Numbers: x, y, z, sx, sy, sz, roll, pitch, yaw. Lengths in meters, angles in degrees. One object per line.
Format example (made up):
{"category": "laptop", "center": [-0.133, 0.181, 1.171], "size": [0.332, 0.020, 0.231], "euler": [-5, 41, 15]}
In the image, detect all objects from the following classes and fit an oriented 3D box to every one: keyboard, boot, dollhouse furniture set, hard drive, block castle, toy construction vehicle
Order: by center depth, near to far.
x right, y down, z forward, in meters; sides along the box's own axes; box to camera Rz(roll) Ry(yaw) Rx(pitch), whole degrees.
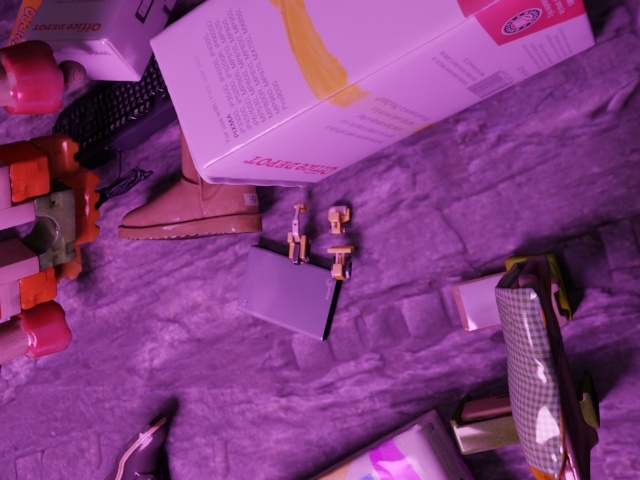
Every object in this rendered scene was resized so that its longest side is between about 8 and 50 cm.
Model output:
{"category": "dollhouse furniture set", "center": [0.174, 0.127, 0.693], "size": [0.151, 0.301, 0.197], "euler": [-16, 89, 21]}
{"category": "toy construction vehicle", "center": [0.000, 0.000, 0.897], "size": [0.086, 0.035, 0.098], "euler": [2, 78, 20]}
{"category": "block castle", "center": [-0.454, -0.071, 0.934], "size": [0.303, 0.213, 0.453], "euler": [32, 126, 32]}
{"category": "hard drive", "center": [-0.042, 0.069, 0.940], "size": [0.135, 0.022, 0.094], "euler": [17, 99, 22]}
{"category": "boot", "center": [-0.179, -0.137, 0.963], "size": [0.236, 0.089, 0.269], "euler": [-5, 88, 22]}
{"category": "keyboard", "center": [-0.289, -0.145, 0.978], "size": [0.317, 0.033, 0.201], "euler": [-21, 69, 37]}
{"category": "boot", "center": [-0.235, 0.357, 1.022], "size": [0.137, 0.077, 0.198], "euler": [39, 120, 13]}

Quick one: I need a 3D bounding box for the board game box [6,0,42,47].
{"category": "board game box", "center": [-0.404, -0.358, 1.025], "size": [0.039, 0.124, 0.259], "euler": [21, 110, -18]}

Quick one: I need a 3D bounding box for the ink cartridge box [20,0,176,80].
{"category": "ink cartridge box", "center": [-0.285, -0.320, 0.947], "size": [0.148, 0.086, 0.203], "euler": [7, 67, 24]}

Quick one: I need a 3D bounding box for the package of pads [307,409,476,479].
{"category": "package of pads", "center": [0.074, 0.381, 0.861], "size": [0.296, 0.101, 0.229], "euler": [-35, 78, 21]}

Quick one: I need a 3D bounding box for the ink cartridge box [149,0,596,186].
{"category": "ink cartridge box", "center": [0.063, -0.209, 0.738], "size": [0.385, 0.279, 0.160], "euler": [-25, 82, 23]}
